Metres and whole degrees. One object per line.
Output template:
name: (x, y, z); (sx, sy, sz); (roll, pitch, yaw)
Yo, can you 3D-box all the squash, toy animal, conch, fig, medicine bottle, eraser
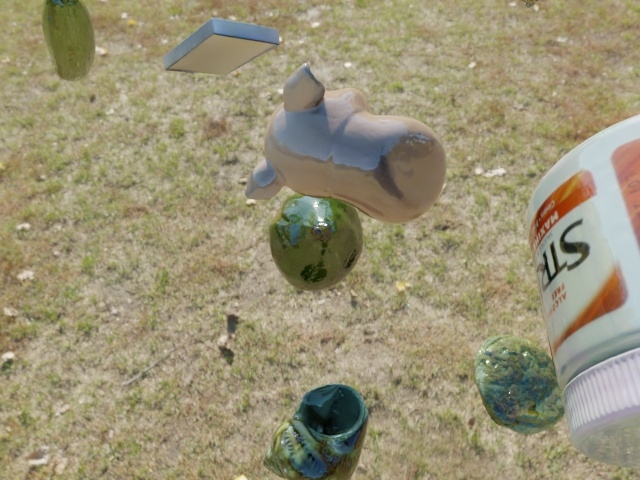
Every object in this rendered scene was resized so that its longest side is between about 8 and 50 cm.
squash: (-0.459, -0.372, 0.957); (0.094, 0.341, 0.094); (4, 81, -23)
toy animal: (0.045, -0.103, 0.667); (0.250, 0.166, 0.154); (13, 10, -22)
conch: (-0.009, 0.362, 0.945); (0.181, 0.124, 0.187); (5, 41, -13)
fig: (0.000, 0.000, 0.966); (0.195, 0.195, 0.245); (-20, 4, -15)
medicine bottle: (0.323, 0.047, 0.446); (0.252, 0.252, 0.241); (0, 55, 4)
eraser: (-0.140, -0.264, 0.731); (0.104, 0.023, 0.150); (-9, 3, -40)

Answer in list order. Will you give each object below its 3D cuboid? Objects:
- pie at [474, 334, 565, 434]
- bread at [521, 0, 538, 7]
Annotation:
pie: (0.545, 0.387, 1.431); (0.277, 0.078, 0.277); (8, 63, -15)
bread: (0.339, -0.444, 0.898); (0.106, 0.053, 0.072); (-2, 70, -43)
